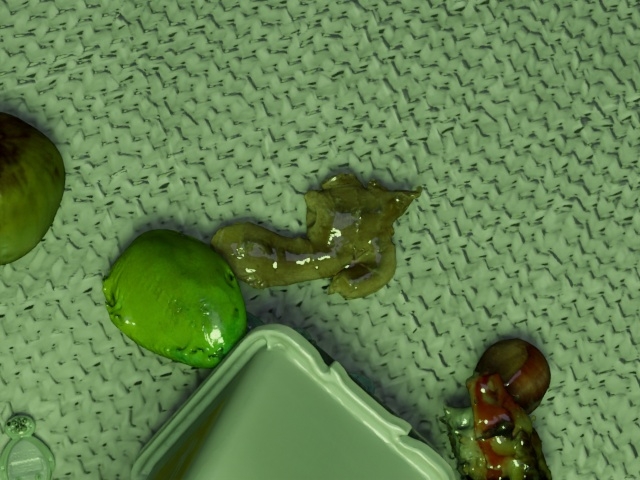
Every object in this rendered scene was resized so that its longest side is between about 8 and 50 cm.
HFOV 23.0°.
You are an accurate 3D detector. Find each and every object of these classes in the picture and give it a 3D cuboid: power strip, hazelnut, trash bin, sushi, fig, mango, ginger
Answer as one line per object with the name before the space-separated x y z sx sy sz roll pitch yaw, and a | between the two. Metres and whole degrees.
power strip | -0.290 0.212 1.545 0.055 0.035 0.083 -9 81 -11
hazelnut | 0.197 0.143 1.622 0.086 0.086 0.086 2 77 -9
trash bin | -0.042 0.281 1.382 0.296 0.367 0.256 43 111 -2
sushi | 0.178 0.218 1.571 0.103 0.097 0.226 -6 119 19
fig | -0.321 -0.055 1.554 0.136 0.121 0.153 6 69 -12
mango | -0.137 0.062 1.556 0.178 0.100 0.119 40 100 35
ginger | -0.006 -0.009 1.631 0.214 0.059 0.133 6 84 -6

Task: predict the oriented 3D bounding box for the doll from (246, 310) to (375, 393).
doll | -0.040 0.135 1.581 0.180 0.075 0.120 43 80 3
